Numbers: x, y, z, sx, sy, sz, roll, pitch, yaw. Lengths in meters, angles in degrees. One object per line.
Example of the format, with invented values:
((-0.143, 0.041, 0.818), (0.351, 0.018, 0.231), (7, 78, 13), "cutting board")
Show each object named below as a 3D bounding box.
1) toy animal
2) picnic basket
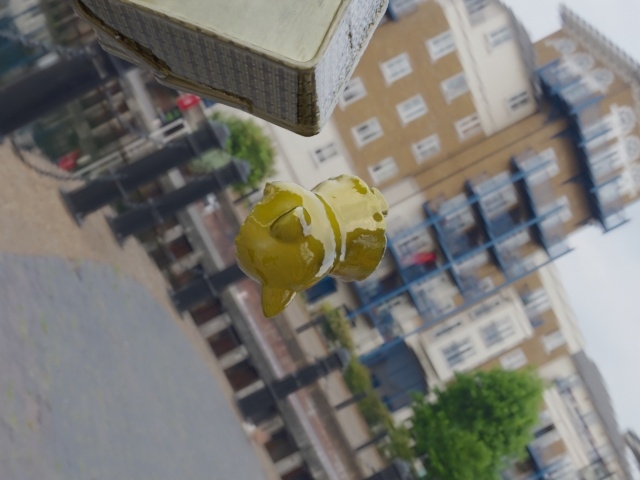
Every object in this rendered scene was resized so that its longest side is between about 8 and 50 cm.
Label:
((0.001, -0.004, 1.315), (0.156, 0.230, 0.156), (15, -65, 37), "toy animal")
((-0.098, -0.286, 1.207), (0.313, 0.228, 0.175), (23, -17, 10), "picnic basket")
